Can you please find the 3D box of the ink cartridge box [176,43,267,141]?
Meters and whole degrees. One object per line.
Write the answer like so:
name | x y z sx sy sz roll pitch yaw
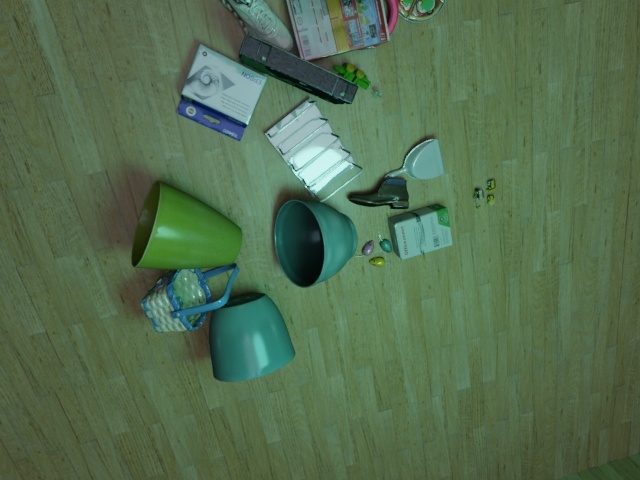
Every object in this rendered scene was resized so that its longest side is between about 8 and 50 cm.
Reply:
ink cartridge box | -0.312 -0.457 1.307 0.224 0.045 0.223 21 103 -17

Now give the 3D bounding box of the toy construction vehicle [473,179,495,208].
toy construction vehicle | 0.628 -0.177 1.589 0.086 0.035 0.098 -22 114 -15

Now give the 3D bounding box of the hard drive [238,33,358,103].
hard drive | -0.073 -0.500 1.238 0.339 0.237 0.064 18 103 -15

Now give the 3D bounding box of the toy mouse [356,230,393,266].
toy mouse | 0.218 0.034 1.577 0.161 0.031 0.143 4 107 -12

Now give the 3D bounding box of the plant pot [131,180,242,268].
plant pot | -0.413 -0.018 1.338 0.294 0.275 0.274 16 105 -32

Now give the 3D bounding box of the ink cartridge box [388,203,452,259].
ink cartridge box | 0.371 -0.034 1.555 0.209 0.087 0.152 -16 110 -6

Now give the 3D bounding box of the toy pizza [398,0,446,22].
toy pizza | 0.318 -0.804 1.320 0.202 0.032 0.201 -3 109 -10

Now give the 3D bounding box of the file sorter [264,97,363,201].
file sorter | -0.018 -0.288 1.353 0.193 0.173 0.277 -37 111 3

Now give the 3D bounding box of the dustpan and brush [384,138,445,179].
dustpan and brush | 0.332 -0.264 1.495 0.211 0.060 0.147 -28 124 -7

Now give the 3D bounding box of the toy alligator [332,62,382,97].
toy alligator | 0.127 -0.535 1.365 0.190 0.056 0.051 24 61 -17

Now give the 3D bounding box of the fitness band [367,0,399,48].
fitness band | 0.101 -0.712 1.298 0.291 0.054 0.208 1 105 -9

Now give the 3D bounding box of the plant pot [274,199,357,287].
plant pot | 0.000 0.000 1.416 0.196 0.293 0.292 -9 112 -37

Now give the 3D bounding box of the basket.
basket | -0.425 0.179 1.385 0.289 0.254 0.201 -14 112 6

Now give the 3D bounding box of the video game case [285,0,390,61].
video game case | 0.053 -0.676 1.261 0.285 0.025 0.203 -15 106 -3

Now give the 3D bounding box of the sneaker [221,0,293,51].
sneaker | -0.196 -0.670 1.223 0.292 0.118 0.110 40 95 -21

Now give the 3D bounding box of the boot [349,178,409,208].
boot | 0.213 -0.174 1.500 0.219 0.082 0.106 5 85 -8

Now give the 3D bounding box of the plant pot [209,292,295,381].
plant pot | -0.257 0.319 1.457 0.293 0.293 0.235 -13 94 -6
